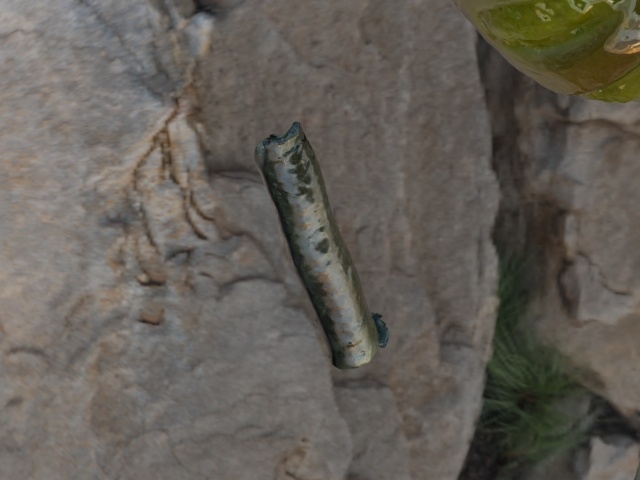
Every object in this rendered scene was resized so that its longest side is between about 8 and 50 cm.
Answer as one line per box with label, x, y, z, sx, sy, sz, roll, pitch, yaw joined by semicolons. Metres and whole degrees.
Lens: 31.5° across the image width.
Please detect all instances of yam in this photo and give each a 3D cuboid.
yam;0.000;0.000;0.453;0.033;0.027;0.129;-46;139;-27

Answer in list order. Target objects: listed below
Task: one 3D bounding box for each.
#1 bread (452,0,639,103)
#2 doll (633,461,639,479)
bread;0.193;-0.207;0.516;0.333;0.160;0.333;-20;135;-21
doll;0.233;0.082;0.344;0.321;0.199;0.186;-25;125;10
